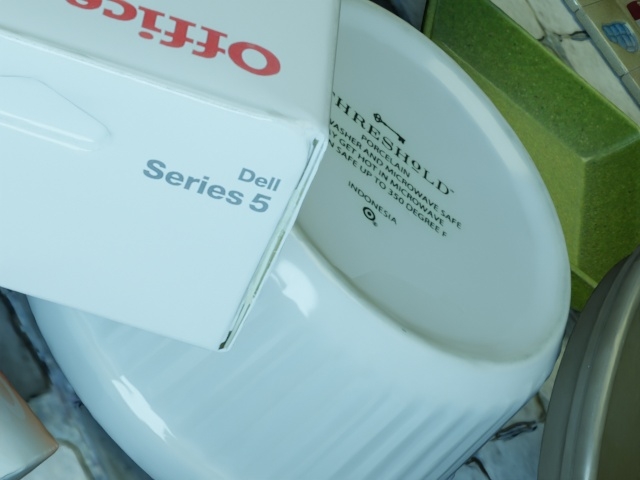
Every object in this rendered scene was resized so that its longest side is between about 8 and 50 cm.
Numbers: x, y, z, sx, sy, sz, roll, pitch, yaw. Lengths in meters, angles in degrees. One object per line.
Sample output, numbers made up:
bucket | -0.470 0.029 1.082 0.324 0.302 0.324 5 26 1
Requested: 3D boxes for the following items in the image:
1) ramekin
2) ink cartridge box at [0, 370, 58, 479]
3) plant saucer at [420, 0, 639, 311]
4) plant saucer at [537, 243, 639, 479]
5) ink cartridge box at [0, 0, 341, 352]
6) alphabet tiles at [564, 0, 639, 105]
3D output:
ramekin | 0.000 0.000 0.897 0.273 0.127 0.273 29 40 -28
ink cartridge box | -0.167 0.036 0.676 0.145 0.045 0.179 52 0 2
plant saucer | 0.116 -0.051 1.148 0.188 0.045 0.188 37 37 -18
plant saucer | 0.176 0.123 0.950 0.278 0.041 0.278 -4 95 -56
ink cartridge box | -0.098 -0.110 0.725 0.198 0.115 0.273 17 39 -10
alphabet tiles | 0.258 -0.197 1.474 0.342 0.011 0.285 55 34 7
